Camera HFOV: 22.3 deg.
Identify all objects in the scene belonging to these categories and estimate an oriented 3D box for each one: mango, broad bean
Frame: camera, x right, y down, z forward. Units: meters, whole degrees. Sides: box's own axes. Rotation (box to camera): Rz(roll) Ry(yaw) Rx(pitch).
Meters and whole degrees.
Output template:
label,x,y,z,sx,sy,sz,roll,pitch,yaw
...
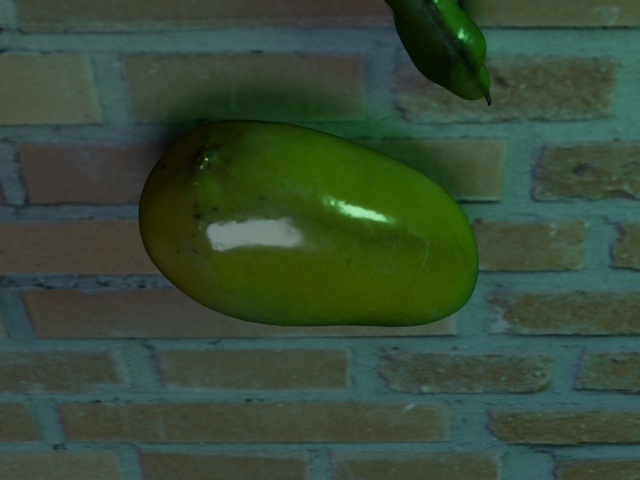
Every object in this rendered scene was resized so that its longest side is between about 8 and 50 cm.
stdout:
label,x,y,z,sx,sy,sz,roll,pitch,yaw
mango,0.000,0.000,1.082,0.251,0.114,0.156,18,133,-20
broad bean,0.063,-0.143,0.949,0.061,0.046,0.195,-3,142,9
